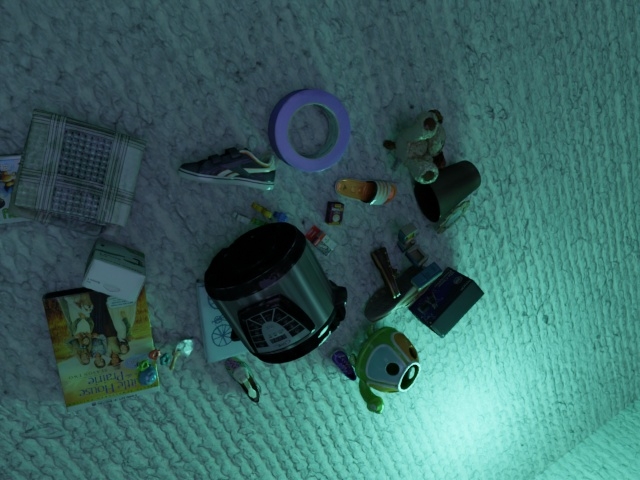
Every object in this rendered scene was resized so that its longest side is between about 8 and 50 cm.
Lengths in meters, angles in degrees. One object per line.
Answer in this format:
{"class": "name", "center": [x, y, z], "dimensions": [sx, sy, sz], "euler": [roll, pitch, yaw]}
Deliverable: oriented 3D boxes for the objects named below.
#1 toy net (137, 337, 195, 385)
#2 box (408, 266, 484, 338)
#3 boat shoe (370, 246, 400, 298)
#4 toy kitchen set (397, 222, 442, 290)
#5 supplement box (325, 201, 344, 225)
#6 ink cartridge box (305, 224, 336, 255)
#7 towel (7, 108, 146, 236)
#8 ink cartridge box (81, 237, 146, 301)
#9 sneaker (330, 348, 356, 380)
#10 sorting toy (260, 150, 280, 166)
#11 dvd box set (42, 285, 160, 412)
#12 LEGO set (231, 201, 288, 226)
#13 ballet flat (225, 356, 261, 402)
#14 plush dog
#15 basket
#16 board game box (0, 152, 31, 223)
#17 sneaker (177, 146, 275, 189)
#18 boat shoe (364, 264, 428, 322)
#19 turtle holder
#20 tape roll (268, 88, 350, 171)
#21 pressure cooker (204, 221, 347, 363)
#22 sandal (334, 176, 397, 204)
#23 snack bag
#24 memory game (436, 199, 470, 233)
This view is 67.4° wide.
{"class": "toy net", "center": [-0.541, 0.401, 1.675], "dimensions": [0.232, 0.045, 0.122], "euler": [-39, 128, -44]}
{"class": "box", "center": [0.530, 0.259, 2.034], "dimensions": [0.261, 0.184, 0.103], "euler": [-46, 118, -4]}
{"class": "boat shoe", "center": [0.275, 0.127, 1.913], "dimensions": [0.073, 0.073, 0.207], "euler": [-24, 88, -8]}
{"class": "toy kitchen set", "center": [0.371, 0.064, 1.879], "dimensions": [0.122, 0.207, 0.166], "euler": [-36, 157, -9]}
{"class": "supplement box", "center": [0.053, -0.101, 1.802], "dimensions": [0.054, 0.043, 0.083], "euler": [2, 105, -21]}
{"class": "ink cartridge box", "center": [0.000, 0.000, 1.820], "dimensions": [0.115, 0.029, 0.063], "euler": [42, 88, -28]}
{"class": "towel", "center": [-0.703, -0.181, 1.398], "dimensions": [0.312, 0.056, 0.324], "euler": [14, 101, -27]}
{"class": "ink cartridge box", "center": [-0.631, 0.087, 1.480], "dimensions": [0.160, 0.219, 0.093], "euler": [24, 97, -27]}
{"class": "sneaker", "center": [0.106, 0.522, 2.007], "dimensions": [0.068, 0.071, 0.170], "euler": [-40, 116, -6]}
{"class": "sorting toy", "center": [-0.185, -0.262, 1.669], "dimensions": [0.062, 0.012, 0.083], "euler": [33, 92, -28]}
{"class": "dvd box set", "center": [-0.725, 0.352, 1.615], "dimensions": [0.307, 0.062, 0.421], "euler": [-8, 109, -20]}
{"class": "LEGO set", "center": [-0.185, -0.072, 1.685], "dimensions": [0.227, 0.093, 0.087], "euler": [22, 97, -26]}
{"class": "ballet flat", "center": [-0.288, 0.540, 1.846], "dimensions": [0.076, 0.079, 0.222], "euler": [-32, 115, -9]}
{"class": "plush dog", "center": [0.383, -0.365, 1.799], "dimensions": [0.225, 0.210, 0.263], "euler": [-23, 118, -35]}
{"class": "basket", "center": [0.507, -0.210, 1.899], "dimensions": [0.226, 0.154, 0.204], "euler": [-29, 121, -15]}
{"class": "board game box", "center": [-0.824, -0.161, 1.415], "dimensions": [0.305, 0.053, 0.193], "euler": [-9, 110, -20]}
{"class": "sneaker", "center": [-0.300, -0.246, 1.567], "dimensions": [0.321, 0.126, 0.128], "euler": [2, 107, -29]}
{"class": "boat shoe", "center": [0.329, 0.238, 1.984], "dimensions": [0.324, 0.123, 0.116], "euler": [-36, 131, -3]}
{"class": "turtle holder", "center": [0.258, 0.518, 1.947], "dimensions": [0.320, 0.227, 0.243], "euler": [-45, 135, -15]}
{"class": "tape roll", "center": [-0.038, -0.378, 1.652], "dimensions": [0.274, 0.090, 0.275], "euler": [-7, 110, -21]}
{"class": "pressure cooker", "center": [-0.134, 0.195, 1.602], "dimensions": [0.375, 0.369, 0.421], "euler": [-43, 123, -28]}
{"class": "sandal", "center": [0.183, -0.179, 1.811], "dimensions": [0.265, 0.076, 0.102], "euler": [3, 105, -23]}
{"class": "snack bag", "center": [-0.278, 0.272, 1.789], "dimensions": [0.342, 0.037, 0.323], "euler": [-11, 111, -22]}
{"class": "memory game", "center": [0.542, -0.095, 1.959], "dimensions": [0.186, 0.012, 0.186], "euler": [-35, 158, -17]}
